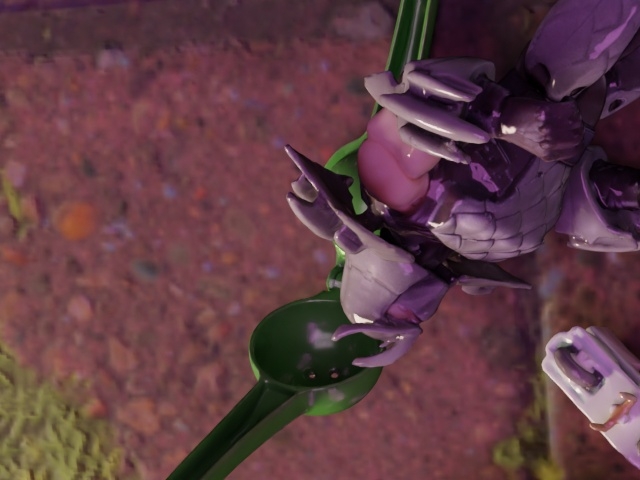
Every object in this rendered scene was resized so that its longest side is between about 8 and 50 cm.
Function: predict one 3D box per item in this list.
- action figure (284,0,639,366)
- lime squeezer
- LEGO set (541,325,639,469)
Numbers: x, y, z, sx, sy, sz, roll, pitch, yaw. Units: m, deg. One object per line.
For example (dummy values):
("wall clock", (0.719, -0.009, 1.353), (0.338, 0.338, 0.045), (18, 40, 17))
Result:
("action figure", (0.098, -0.062, 0.666), (0.099, 0.185, 0.285), (43, 102, 19))
("lime squeezer", (0.000, 0.000, 0.739), (0.059, 0.110, 0.310), (13, 72, 42))
("LEGO set", (0.063, 0.171, 0.777), (0.287, 0.107, 0.132), (-43, 56, 22))
